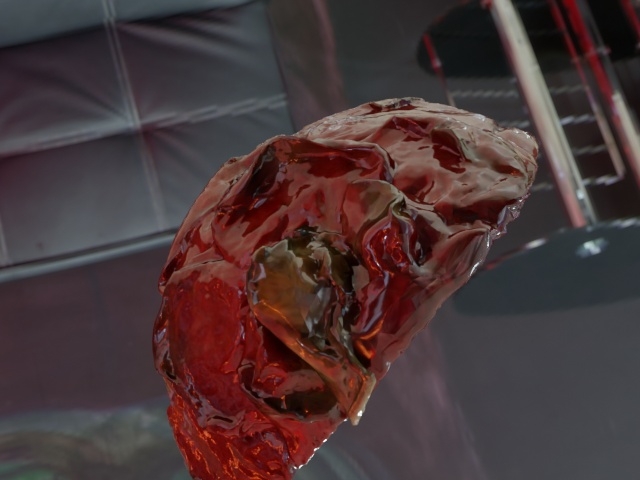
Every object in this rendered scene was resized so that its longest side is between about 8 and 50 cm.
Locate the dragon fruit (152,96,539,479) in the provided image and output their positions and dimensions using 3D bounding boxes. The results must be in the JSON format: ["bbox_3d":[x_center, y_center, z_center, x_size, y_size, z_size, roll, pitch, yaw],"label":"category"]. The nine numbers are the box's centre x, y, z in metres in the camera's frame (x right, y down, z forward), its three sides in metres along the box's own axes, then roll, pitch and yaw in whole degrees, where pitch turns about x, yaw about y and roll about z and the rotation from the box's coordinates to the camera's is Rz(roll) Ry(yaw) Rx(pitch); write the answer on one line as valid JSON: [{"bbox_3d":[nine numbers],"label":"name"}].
[{"bbox_3d":[0.000,0.000,0.707,0.317,0.152,0.205,-52,-176,-14],"label":"dragon fruit"}]
